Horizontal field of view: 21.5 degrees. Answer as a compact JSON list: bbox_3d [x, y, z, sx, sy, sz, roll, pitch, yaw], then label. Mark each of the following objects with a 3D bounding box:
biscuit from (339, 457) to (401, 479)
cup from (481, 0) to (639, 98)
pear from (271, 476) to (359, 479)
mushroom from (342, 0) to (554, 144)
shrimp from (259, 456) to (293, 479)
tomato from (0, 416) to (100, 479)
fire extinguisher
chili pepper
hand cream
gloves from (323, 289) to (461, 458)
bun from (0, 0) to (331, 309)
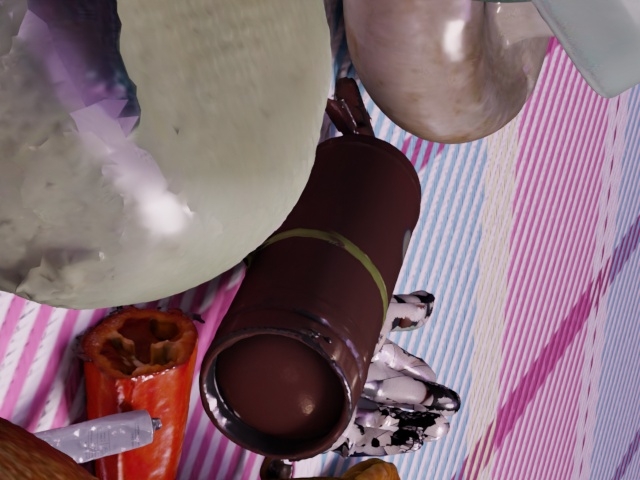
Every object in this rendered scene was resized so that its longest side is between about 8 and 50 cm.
[{"bbox_3d":[0.029,0.305,1.450,0.262,0.052,0.277,-51,145,-55],"label":"biscuit"},{"bbox_3d":[0.093,-0.300,0.866,0.310,0.401,0.392,-54,154,6],"label":"cup"},{"bbox_3d":[0.020,0.294,1.066,0.314,0.314,0.314,11,90,-69],"label":"pear"},{"bbox_3d":[0.138,-0.185,1.239,0.243,0.243,0.243,11,90,-69],"label":"mushroom"},{"bbox_3d":[-0.016,0.230,1.250,0.132,0.051,0.187,-24,127,-27],"label":"shrimp"},{"bbox_3d":[-0.188,0.190,0.571,0.303,0.239,0.303,-54,154,-41],"label":"tomato"},{"bbox_3d":[0.000,0.000,1.130,0.341,0.105,0.141,-69,145,-59],"label":"fire extinguisher"},{"bbox_3d":[-0.110,0.131,1.001,0.088,0.065,0.169,-38,139,-58],"label":"chili pepper"},{"bbox_3d":[-0.131,0.110,0.922,0.093,0.019,0.030,-13,125,-24],"label":"hand cream"},{"bbox_3d":[0.026,0.099,1.268,0.212,0.111,0.127,22,61,-66],"label":"gloves"},{"bbox_3d":[-0.129,-0.107,0.674,0.293,0.187,0.293,41,42,-51],"label":"bun"}]
